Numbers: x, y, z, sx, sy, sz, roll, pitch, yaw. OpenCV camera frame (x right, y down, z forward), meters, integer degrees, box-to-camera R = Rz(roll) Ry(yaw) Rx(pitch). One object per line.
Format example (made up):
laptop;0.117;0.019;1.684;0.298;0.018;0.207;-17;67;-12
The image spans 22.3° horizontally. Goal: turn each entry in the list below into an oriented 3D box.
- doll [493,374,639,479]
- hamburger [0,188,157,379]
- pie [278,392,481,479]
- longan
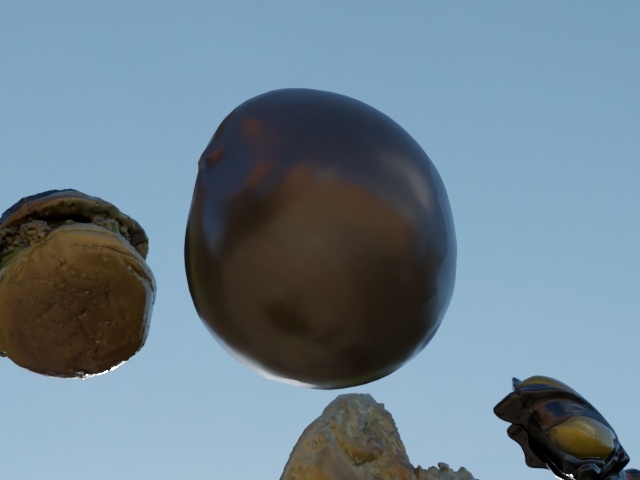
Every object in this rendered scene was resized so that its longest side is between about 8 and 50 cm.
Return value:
doll;0.255;0.203;1.584;0.249;0.088;0.127;39;-15;-32
hamburger;-0.226;0.034;1.391;0.185;0.131;0.159;29;-65;-27
pie;0.087;0.325;1.769;0.337;0.337;0.075;30;-46;-22
longan;0.000;0.000;1.109;0.197;0.220;0.196;-6;-48;-7
